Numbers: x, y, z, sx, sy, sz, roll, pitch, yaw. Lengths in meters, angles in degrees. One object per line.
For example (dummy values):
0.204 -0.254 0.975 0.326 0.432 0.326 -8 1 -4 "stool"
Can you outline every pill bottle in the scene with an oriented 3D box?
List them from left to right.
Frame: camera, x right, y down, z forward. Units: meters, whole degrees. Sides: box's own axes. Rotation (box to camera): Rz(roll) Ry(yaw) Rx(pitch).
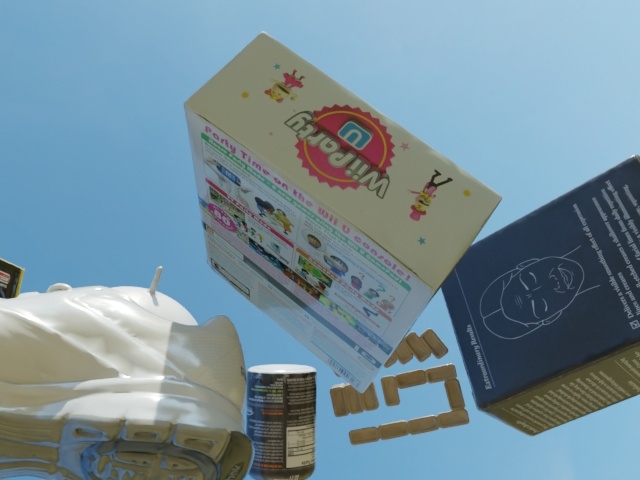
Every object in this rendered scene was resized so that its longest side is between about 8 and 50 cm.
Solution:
-0.072 0.355 1.249 0.131 0.131 0.245 5 -97 -42 "pill bottle"

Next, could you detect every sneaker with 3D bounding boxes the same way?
-0.187 0.084 0.429 0.297 0.129 0.111 14 -54 -10 "sneaker"

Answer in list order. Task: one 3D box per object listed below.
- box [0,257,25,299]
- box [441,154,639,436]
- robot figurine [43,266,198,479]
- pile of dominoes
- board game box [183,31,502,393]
-0.492 0.108 0.782 0.322 0.080 0.256 58 -142 -68 "box"
0.435 0.105 1.142 0.212 0.396 0.293 34 -145 -42 "box"
-0.267 0.208 0.910 0.200 0.299 0.353 13 -62 -12 "robot figurine"
0.143 0.280 1.328 0.040 0.251 0.195 9 -112 -80 "pile of dominoes"
0.000 0.000 0.611 0.097 0.224 0.303 -49 -11 -22 "board game box"
